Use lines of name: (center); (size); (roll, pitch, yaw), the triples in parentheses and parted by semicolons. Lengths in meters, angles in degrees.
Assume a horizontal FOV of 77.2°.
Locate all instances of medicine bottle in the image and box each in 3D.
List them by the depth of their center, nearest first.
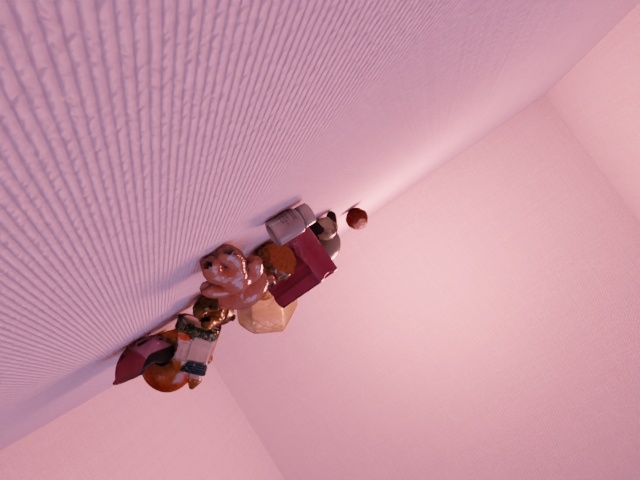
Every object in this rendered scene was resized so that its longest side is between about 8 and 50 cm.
medicine bottle: (-0.084, -0.048, 1.138); (0.130, 0.080, 0.080); (-32, 175, -20)

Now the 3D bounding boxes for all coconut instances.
coconut: (-0.353, 0.438, 2.674); (0.414, 0.345, 0.415); (-7, 180, 0)

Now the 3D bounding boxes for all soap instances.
soap: (-0.115, 0.112, 1.635); (0.128, 0.233, 0.359); (-32, 175, -38)

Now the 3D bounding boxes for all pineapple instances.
pineapple: (-0.223, 0.116, 1.477); (0.278, 0.158, 0.157); (-33, 177, 35)

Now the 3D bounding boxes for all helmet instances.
helmet: (-0.742, 0.486, 1.674); (0.253, 0.154, 0.198); (-14, 170, -23)

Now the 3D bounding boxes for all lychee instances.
lychee: (0.192, -0.115, 2.109); (0.123, 0.123, 0.129); (-34, 176, -3)

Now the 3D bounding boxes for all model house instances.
model house: (-0.556, 0.485, 1.735); (0.271, 0.190, 0.301); (159, -55, -76)

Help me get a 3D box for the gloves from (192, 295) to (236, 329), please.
gloves: (-0.441, 0.281, 1.655); (0.154, 0.141, 0.331); (-44, 169, -11)

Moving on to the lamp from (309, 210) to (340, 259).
lamp: (0.000, 0.000, 1.729); (0.197, 0.197, 0.244); (-31, 152, -33)

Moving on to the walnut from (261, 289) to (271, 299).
walnut: (-0.299, 0.231, 2.054); (0.159, 0.159, 0.207); (-32, 174, -26)

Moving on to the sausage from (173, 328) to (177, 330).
sausage: (-0.803, 0.545, 2.143); (0.270, 0.109, 0.109); (-32, 175, -17)

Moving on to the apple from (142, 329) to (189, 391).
apple: (-0.703, 0.583, 1.912); (0.277, 0.250, 0.309); (-6, -146, -3)

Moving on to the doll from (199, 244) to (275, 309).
doll: (-0.261, 0.086, 1.179); (0.201, 0.156, 0.303); (-25, 146, -6)
